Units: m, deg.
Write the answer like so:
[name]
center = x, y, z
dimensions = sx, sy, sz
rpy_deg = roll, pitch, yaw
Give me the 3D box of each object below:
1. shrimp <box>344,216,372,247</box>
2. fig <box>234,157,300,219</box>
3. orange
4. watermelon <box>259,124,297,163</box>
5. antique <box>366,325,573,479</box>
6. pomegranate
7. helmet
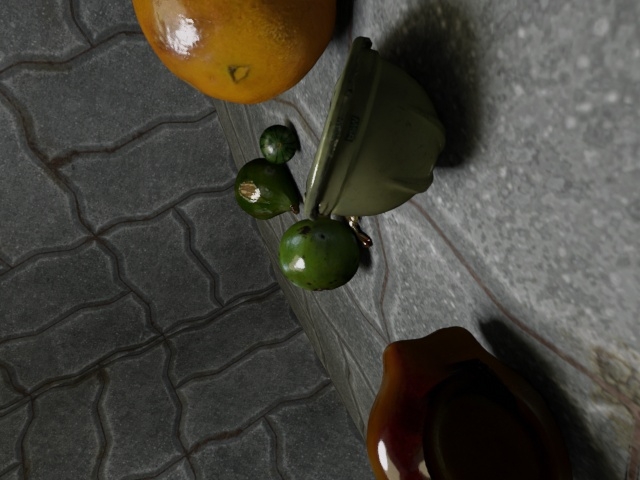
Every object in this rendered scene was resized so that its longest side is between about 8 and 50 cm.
[shrimp]
center = 0.074, -0.038, 0.845
dimensions = 0.124, 0.034, 0.178
rpy_deg = 66, 170, -11
[fig]
center = -0.153, -0.148, 1.352
dimensions = 0.245, 0.195, 0.195
rpy_deg = 25, 153, 16
[orange]
center = -0.110, -0.314, 0.572
dimensions = 0.261, 0.261, 0.261
rpy_deg = 61, 167, 24
[watermelon]
center = -0.109, -0.243, 1.092
dimensions = 0.109, 0.109, 0.109
rpy_deg = 61, 167, 24
[antique]
center = 0.168, 0.239, 0.501
dimensions = 0.129, 0.224, 0.278
rpy_deg = 103, 158, -69
[pomegranate]
center = -0.002, 0.000, 0.955
dimensions = 0.187, 0.187, 0.225
rpy_deg = 132, 139, -77
[helmet]
center = 0.067, -0.108, 0.501
dimensions = 0.257, 0.137, 0.204
rpy_deg = -94, 21, -76
